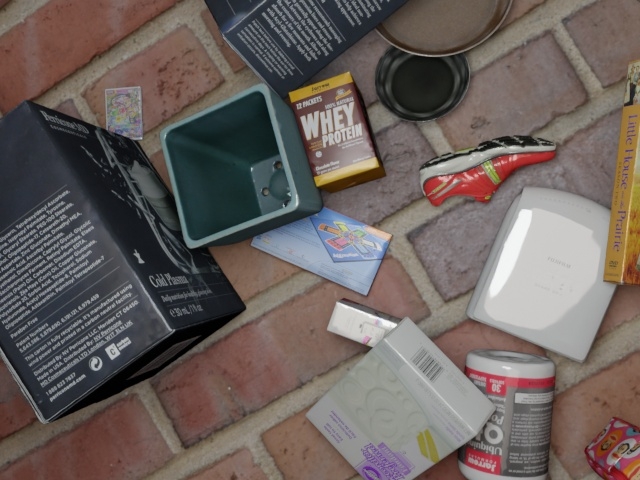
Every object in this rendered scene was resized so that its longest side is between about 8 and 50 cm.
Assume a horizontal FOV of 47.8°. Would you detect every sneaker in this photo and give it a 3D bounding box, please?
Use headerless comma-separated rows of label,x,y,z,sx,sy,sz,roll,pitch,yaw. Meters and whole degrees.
sneaker,0.345,-0.139,1.484,0.279,0.107,0.118,-14,106,13

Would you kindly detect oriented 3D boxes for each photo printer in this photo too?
photo printer,0.465,0.056,1.442,0.256,0.107,0.307,23,94,9

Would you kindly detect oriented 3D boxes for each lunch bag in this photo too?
lunch bag,0.634,0.462,1.322,0.258,0.293,0.120,42,92,8

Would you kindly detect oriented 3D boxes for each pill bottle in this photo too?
pill bottle,0.363,0.385,1.426,0.176,0.176,0.318,4,91,10

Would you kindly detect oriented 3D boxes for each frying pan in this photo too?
frying pan,0.167,-0.380,1.523,0.197,0.053,0.326,-45,73,1

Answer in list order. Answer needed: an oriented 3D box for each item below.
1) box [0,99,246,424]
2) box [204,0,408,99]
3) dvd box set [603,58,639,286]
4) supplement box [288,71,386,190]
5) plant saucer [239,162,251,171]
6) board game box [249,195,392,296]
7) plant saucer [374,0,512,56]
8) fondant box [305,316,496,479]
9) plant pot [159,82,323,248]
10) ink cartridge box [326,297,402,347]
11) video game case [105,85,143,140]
box,-0.438,0.038,1.416,0.297,0.480,0.472,-36,85,6
box,-0.023,-0.529,1.408,0.395,0.212,0.293,-37,50,10
dvd box set,0.705,-0.112,1.367,0.307,0.062,0.420,7,91,-15
supplement box,0.040,-0.213,1.475,0.129,0.191,0.194,-17,87,9
plant saucer,-0.236,-0.188,1.603,0.195,0.037,0.195,0,89,10
board game box,0.000,0.000,1.566,0.281,0.027,0.145,23,95,10
plant saucer,0.239,-0.515,1.489,0.310,0.050,0.311,-2,79,8
fondant box,0.146,0.337,1.419,0.238,0.096,0.330,45,134,9
plant pot,-0.127,-0.126,1.444,0.247,0.252,0.248,-20,78,21
ink cartridge box,0.123,0.185,1.500,0.198,0.115,0.067,20,93,8
video game case,-0.450,-0.289,1.654,0.087,0.011,0.122,-2,90,10
